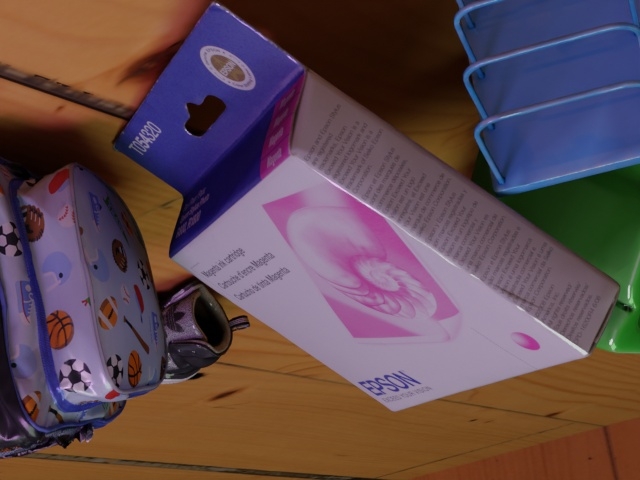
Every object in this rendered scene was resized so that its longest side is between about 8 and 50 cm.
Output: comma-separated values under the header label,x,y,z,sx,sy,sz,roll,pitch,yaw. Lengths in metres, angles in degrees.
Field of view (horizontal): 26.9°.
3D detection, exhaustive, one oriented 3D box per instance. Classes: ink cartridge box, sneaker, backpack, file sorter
label,x,y,z,sx,sy,sz,roll,pitch,yaw
ink cartridge box,0.000,0.000,0.985,0.330,0.071,0.324,33,158,-9
sneaker,-0.205,0.099,1.456,0.268,0.101,0.153,3,157,-44
backpack,-0.245,0.055,1.117,0.213,0.277,0.263,-7,173,1
file sorter,0.144,-0.134,0.845,0.118,0.170,0.104,-14,157,15

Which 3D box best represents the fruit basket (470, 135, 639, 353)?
label,x,y,z,sx,sy,sz,roll,pitch,yaw
fruit basket,0.262,-0.035,1.149,0.392,0.283,0.392,13,-163,-4
